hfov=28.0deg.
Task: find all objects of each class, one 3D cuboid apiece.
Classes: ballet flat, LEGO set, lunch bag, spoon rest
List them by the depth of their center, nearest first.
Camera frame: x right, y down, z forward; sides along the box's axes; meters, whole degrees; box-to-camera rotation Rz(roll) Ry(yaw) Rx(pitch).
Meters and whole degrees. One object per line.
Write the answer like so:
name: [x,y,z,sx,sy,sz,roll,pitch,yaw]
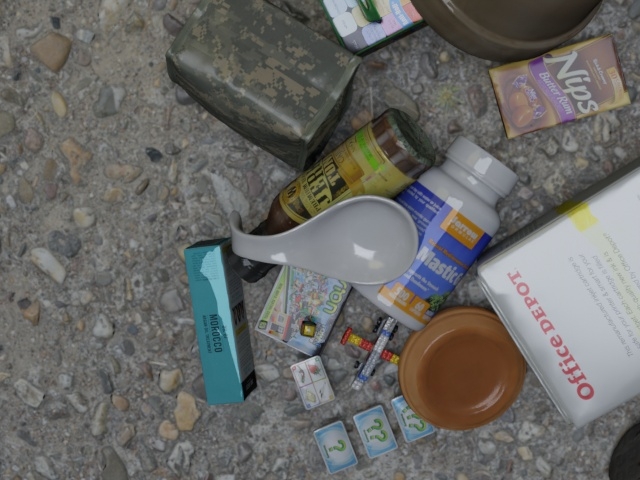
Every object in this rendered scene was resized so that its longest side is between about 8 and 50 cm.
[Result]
spoon rest: [0.000,0.000,1.799,0.277,0.084,0.137,0,114,14]
lunch bag: [-0.081,-0.225,1.840,0.235,0.287,0.169,32,80,1]
ballet flat: [0.525,0.277,1.931,0.058,0.084,0.249,29,99,-33]
LEGO set: [0.058,0.221,1.963,0.183,0.060,0.244,-21,99,-3]

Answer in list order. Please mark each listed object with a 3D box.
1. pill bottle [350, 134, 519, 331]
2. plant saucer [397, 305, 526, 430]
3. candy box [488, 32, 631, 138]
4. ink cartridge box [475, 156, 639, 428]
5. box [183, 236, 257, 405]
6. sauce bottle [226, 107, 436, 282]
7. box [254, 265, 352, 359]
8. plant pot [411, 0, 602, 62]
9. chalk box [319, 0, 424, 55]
pill bottle: [0.168,-0.015,1.887,0.152,0.152,0.272,37,95,1]
plant saucer: [0.218,0.198,1.945,0.200,0.037,0.199,-2,104,-8]
candy box: [0.351,-0.227,1.892,0.187,0.053,0.109,-16,94,8]
ink cartridge box: [0.453,0.048,1.859,0.385,0.160,0.279,-32,92,10]
box: [-0.153,0.123,1.976,0.060,0.100,0.244,-7,96,10]
sauce bottle: [0.007,-0.055,1.879,0.344,0.111,0.111,-38,91,22]
box: [-0.009,0.067,1.983,0.114,0.036,0.207,25,100,3]
plant pot: [0.302,-0.424,1.695,0.323,0.280,0.323,3,82,-24]
chalk box: [0.073,-0.344,1.829,0.132,0.213,0.132,-26,95,8]
